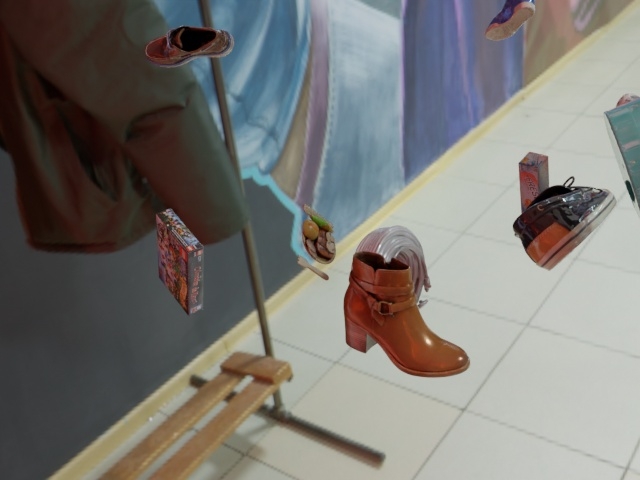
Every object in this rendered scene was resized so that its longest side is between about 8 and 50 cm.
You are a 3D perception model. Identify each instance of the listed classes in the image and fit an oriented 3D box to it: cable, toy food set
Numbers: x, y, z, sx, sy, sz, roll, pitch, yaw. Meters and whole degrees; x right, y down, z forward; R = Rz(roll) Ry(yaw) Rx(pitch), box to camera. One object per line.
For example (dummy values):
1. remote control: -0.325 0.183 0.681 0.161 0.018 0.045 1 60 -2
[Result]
1. cable: 0.175 0.087 1.922 0.089 0.257 0.257 8 25 39
2. toy food set: 0.000 0.000 1.956 0.038 0.132 0.192 -27 43 36

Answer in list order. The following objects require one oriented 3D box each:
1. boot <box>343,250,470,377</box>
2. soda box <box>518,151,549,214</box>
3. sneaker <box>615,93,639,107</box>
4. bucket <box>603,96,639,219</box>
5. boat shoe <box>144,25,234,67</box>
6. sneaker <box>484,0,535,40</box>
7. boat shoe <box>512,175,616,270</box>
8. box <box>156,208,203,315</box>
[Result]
1. boot: 0.178 0.145 1.541 0.283 0.220 0.109 19 31 28
2. soda box: 0.575 -0.145 2.031 0.058 0.183 0.063 21 51 37
3. sneaker: 0.822 -0.270 1.799 0.229 0.086 0.132 21 14 -13
4. bucket: 0.687 -0.172 1.489 0.183 0.281 0.281 -19 25 20
5. boat shoe: -0.260 -0.377 1.435 0.183 0.066 0.066 -7 -8 18
6. sneaker: 0.441 -0.533 1.757 0.058 0.152 0.084 16 68 -20
7. boat shoe: 0.612 -0.066 1.899 0.156 0.187 0.500 46 33 13
8. box: -0.353 0.056 1.898 0.044 0.233 0.159 -24 53 -29
